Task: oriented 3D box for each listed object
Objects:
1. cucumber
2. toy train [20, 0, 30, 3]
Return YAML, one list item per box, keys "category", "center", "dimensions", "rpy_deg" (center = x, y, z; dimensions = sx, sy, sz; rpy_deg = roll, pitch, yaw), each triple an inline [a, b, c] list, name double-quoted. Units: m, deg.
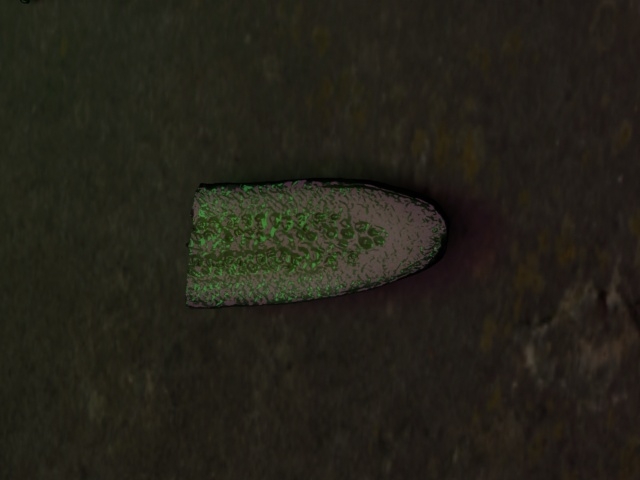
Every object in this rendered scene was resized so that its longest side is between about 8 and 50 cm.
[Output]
- category: "cucumber"
  center: [0.000, 0.000, 1.599]
  dimensions: [0.244, 0.063, 0.115]
  rpy_deg: [-1, 96, 18]
- category: "toy train"
  center: [-0.285, -0.246, 1.655]
  dimensions: [0.083, 0.033, 0.053]
  rpy_deg: [18, 112, 13]
